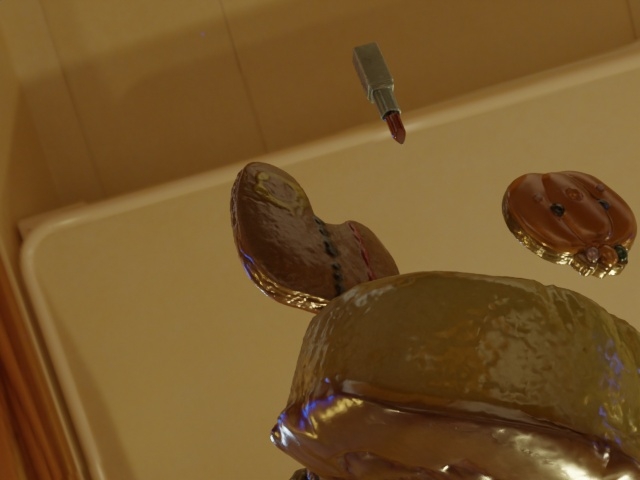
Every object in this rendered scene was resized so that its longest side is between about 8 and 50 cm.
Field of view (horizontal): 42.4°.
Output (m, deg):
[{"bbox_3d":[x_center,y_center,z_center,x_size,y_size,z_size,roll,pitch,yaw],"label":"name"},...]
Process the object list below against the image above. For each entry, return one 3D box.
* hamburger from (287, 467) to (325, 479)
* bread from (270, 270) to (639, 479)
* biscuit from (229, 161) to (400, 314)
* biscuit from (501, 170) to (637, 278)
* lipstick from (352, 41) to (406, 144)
[{"bbox_3d":[0.061,0.531,1.465,0.195,0.318,0.276,-39,-135,19],"label":"hamburger"},{"bbox_3d":[0.101,0.123,0.583,0.270,0.147,0.269,9,154,5],"label":"bread"},{"bbox_3d":[0.001,-0.001,1.202,0.277,0.262,0.052,19,130,-24],"label":"biscuit"},{"bbox_3d":[0.312,-0.028,1.005,0.170,0.170,0.050,-21,146,-31],"label":"biscuit"},{"bbox_3d":[0.071,-0.163,0.931,0.030,0.129,0.030,-17,156,-8],"label":"lipstick"}]
